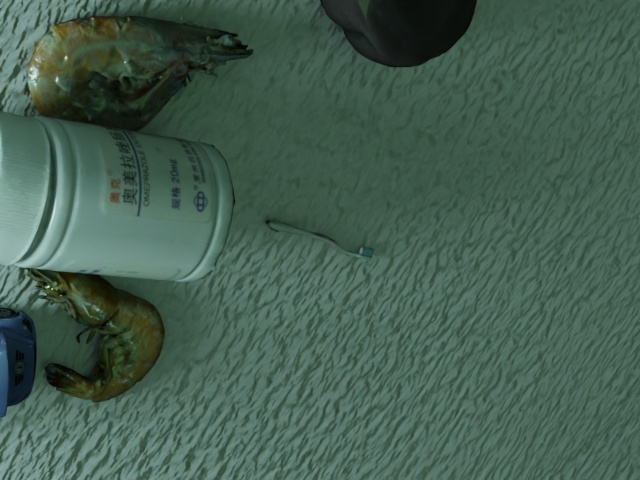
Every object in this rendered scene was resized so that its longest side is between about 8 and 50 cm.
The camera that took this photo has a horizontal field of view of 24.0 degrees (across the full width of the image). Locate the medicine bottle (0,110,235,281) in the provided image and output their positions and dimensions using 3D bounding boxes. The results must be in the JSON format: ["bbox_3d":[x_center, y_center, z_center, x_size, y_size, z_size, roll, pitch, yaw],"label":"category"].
[{"bbox_3d":[-0.296,-0.053,1.897,0.332,0.190,0.190,7,101,-36],"label":"medicine bottle"}]

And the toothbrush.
[{"bbox_3d":[0.000,0.000,2.219,0.204,0.017,0.022,16,106,-37],"label":"toothbrush"}]

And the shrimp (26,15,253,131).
[{"bbox_3d":[-0.231,-0.214,1.973,0.317,0.062,0.164,-7,113,-27],"label":"shrimp"}]

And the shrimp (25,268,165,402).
[{"bbox_3d":[-0.332,0.116,2.014,0.296,0.058,0.169,38,85,-39],"label":"shrimp"}]

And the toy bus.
[{"bbox_3d":[-0.483,0.167,1.876,0.292,0.133,0.125,-4,107,-33],"label":"toy bus"}]

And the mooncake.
[{"bbox_3d":[0.112,-0.364,2.107,0.245,0.133,0.245,-11,110,-31],"label":"mooncake"}]
